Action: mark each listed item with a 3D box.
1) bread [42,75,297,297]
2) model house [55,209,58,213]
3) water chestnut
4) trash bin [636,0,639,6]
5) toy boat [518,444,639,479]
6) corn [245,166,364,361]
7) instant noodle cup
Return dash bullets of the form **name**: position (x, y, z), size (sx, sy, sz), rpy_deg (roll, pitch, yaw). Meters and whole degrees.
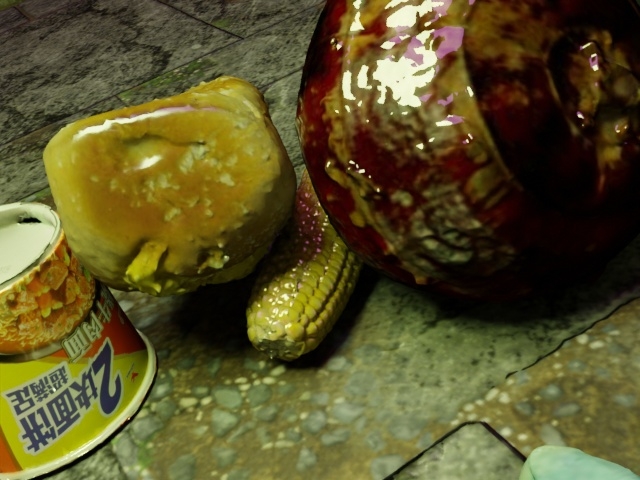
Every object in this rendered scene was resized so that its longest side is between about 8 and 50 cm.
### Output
- **bread**: position (-0.120, -0.047, 0.736), size (0.195, 0.176, 0.246), rpy_deg (-15, 13, 0)
- **model house**: position (-0.206, -0.038, 0.919), size (0.229, 0.122, 0.188), rpy_deg (11, 47, 29)
- **water chestnut**: position (0.132, -0.106, 0.724), size (0.350, 0.350, 0.302), rpy_deg (-31, 6, -20)
- **trash bin**: position (0.342, -0.248, 0.810), size (0.214, 0.334, 0.214), rpy_deg (1, 73, -2)
- **toy boat**: position (0.137, 0.239, 0.389), size (0.215, 0.123, 0.330), rpy_deg (-18, 21, -15)
- **corn**: position (0.000, 0.000, 0.791), size (0.101, 0.101, 0.292), rpy_deg (-1, 37, 24)
- **instant noodle cup**: position (-0.276, 0.079, 0.727), size (0.213, 0.174, 0.213), rpy_deg (-12, 33, 8)
